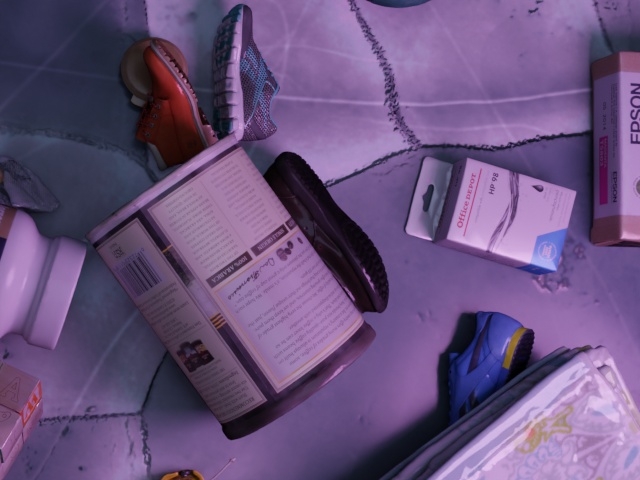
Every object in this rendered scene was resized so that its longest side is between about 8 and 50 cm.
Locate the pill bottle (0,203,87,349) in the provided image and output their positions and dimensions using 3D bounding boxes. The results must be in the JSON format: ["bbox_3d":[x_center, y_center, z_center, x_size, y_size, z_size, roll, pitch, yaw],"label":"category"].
[{"bbox_3d":[-0.395,0.023,1.569,0.265,0.153,0.153,17,83,-11],"label":"pill bottle"}]

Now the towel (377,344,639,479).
[{"bbox_3d":[0.242,0.338,1.678,0.374,0.090,0.320,-35,108,-12],"label":"towel"}]

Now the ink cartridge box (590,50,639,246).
[{"bbox_3d":[0.437,-0.108,1.789,0.193,0.088,0.234,1,86,-13],"label":"ink cartridge box"}]

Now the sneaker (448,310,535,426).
[{"bbox_3d":[0.182,0.185,1.733,0.082,0.069,0.209,21,92,26],"label":"sneaker"}]

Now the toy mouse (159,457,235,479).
[{"bbox_3d":[-0.160,0.334,1.657,0.161,0.031,0.143,-13,88,-12],"label":"toy mouse"}]

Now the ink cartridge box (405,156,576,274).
[{"bbox_3d":[0.203,-0.033,1.746,0.180,0.060,0.104,16,83,-10],"label":"ink cartridge box"}]

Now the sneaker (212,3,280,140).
[{"bbox_3d":[-0.083,-0.192,1.706,0.076,0.065,0.166,2,89,-28],"label":"sneaker"}]

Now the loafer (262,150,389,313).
[{"bbox_3d":[0.000,0.000,1.703,0.078,0.080,0.220,-34,95,20],"label":"loafer"}]

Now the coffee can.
[{"bbox_3d":[-0.098,0.050,1.604,0.201,0.201,0.275,-36,94,-12],"label":"coffee can"}]

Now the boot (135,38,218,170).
[{"bbox_3d":[-0.179,-0.150,1.652,0.085,0.059,0.158,-24,122,-3],"label":"boot"}]

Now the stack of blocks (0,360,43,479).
[{"bbox_3d":[-0.427,0.242,1.469,0.171,0.087,0.297,25,59,6],"label":"stack of blocks"}]

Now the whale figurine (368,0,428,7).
[{"bbox_3d":[0.053,-0.380,1.721,0.272,0.141,0.216,31,80,17],"label":"whale figurine"}]

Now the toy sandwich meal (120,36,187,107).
[{"bbox_3d":[-0.193,-0.193,1.692,0.086,0.029,0.085,2,82,-12],"label":"toy sandwich meal"}]

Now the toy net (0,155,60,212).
[{"bbox_3d":[-0.398,-0.092,1.621,0.232,0.122,0.045,32,116,-22],"label":"toy net"}]
